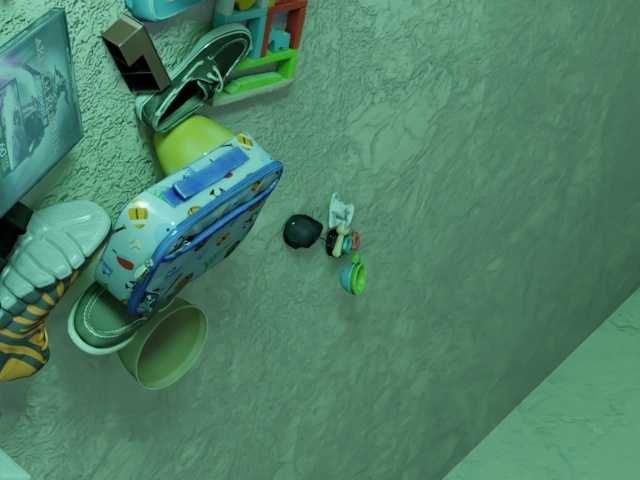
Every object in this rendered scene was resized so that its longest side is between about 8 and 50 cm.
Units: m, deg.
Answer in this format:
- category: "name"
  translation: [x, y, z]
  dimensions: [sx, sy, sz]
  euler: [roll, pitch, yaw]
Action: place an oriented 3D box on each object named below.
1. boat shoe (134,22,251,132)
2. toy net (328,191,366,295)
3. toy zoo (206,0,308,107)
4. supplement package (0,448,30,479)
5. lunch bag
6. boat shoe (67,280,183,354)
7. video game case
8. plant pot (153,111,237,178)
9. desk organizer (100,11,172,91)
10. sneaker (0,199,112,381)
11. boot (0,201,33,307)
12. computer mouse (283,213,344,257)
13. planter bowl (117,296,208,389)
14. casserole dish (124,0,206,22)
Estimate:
- category: "boat shoe"
  translation: [-0.181, -0.243, 1.896]
  dimensions: [0.219, 0.070, 0.078]
  euler: [-43, 139, -8]
- category: "toy net"
  translation: [0.063, -0.005, 2.489]
  dimensions: [0.122, 0.045, 0.232]
  euler: [-56, 147, -45]
- category: "toy zoo"
  translation: [-0.094, -0.367, 1.983]
  dimensions: [0.192, 0.030, 0.293]
  euler: [-22, 134, -44]
- category: "supplement package"
  translation: [-0.599, 0.358, 1.764]
  dimensions: [0.177, 0.175, 0.293]
  euler: [-60, 149, 5]
- category: "lunch bag"
  translation: [-0.196, -0.027, 1.852]
  dimensions: [0.303, 0.115, 0.243]
  euler: [-39, 170, -42]
- category: "boat shoe"
  translation: [-0.288, 0.075, 1.959]
  dimensions: [0.091, 0.109, 0.305]
  euler: [-42, -178, 34]
- category: "video game case"
  translation: [-0.389, -0.163, 1.609]
  dimensions: [0.274, 0.026, 0.196]
  euler: [-59, 152, -54]
- category: "plant pot"
  translation: [-0.205, -0.146, 1.940]
  dimensions: [0.134, 0.095, 0.134]
  euler: [-43, 171, -8]
- category: "desk organizer"
  translation: [-0.268, -0.265, 1.810]
  dimensions: [0.050, 0.047, 0.130]
  euler: [-45, 147, -16]
- category: "sneaker"
  translation: [-0.427, 0.083, 1.844]
  dimensions: [0.321, 0.124, 0.180]
  euler: [-40, 151, -10]
- category: "boot"
  translation: [-0.511, 0.032, 1.577]
  dimensions: [0.348, 0.131, 0.260]
  euler: [38, 68, -60]
- category: "computer mouse"
  translation: [0.000, 0.000, 2.443]
  dimensions: [0.071, 0.041, 0.242]
  euler: [-62, 150, 4]
- category: "planter bowl"
  translation: [-0.285, 0.155, 2.102]
  dimensions: [0.162, 0.109, 0.162]
  euler: [-36, 144, -32]
- category: "casserole dish"
  translation: [-0.204, -0.382, 1.807]
  dimensions: [0.188, 0.037, 0.114]
  euler: [-35, 143, -36]
